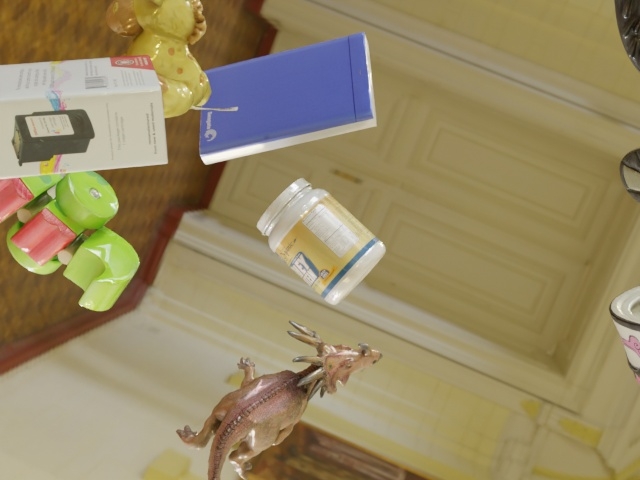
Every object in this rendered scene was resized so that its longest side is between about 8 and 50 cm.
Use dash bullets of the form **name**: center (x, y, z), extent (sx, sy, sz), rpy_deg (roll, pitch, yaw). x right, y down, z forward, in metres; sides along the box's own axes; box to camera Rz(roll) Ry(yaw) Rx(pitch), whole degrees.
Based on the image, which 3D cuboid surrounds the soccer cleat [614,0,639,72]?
- **soccer cleat**: center (0.375, -0.168, 0.861), extent (0.109, 0.318, 0.116), rpy_deg (-21, -168, 37)

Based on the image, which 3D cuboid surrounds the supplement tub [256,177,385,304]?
- **supplement tub**: center (0.000, 0.000, 1.592), extent (0.144, 0.200, 0.144), rpy_deg (-46, 174, -7)

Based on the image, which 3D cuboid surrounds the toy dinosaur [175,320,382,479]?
- **toy dinosaur**: center (-0.067, 0.213, 1.189), extent (0.296, 0.127, 0.200), rpy_deg (-41, 180, -44)

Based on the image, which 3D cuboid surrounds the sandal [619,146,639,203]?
- **sandal**: center (0.617, -0.114, 1.377), extent (0.086, 0.303, 0.120), rpy_deg (-36, 113, -56)

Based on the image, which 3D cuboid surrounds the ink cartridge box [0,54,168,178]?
- **ink cartridge box**: center (-0.233, -0.113, 0.807), extent (0.127, 0.175, 0.072), rpy_deg (-120, -154, -61)

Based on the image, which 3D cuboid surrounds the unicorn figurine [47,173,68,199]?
- **unicorn figurine**: center (-0.325, -0.054, 1.041), extent (0.162, 0.111, 0.060), rpy_deg (-29, 165, 8)

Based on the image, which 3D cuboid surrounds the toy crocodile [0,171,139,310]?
- **toy crocodile**: center (-0.321, -0.066, 0.927), extent (0.115, 0.340, 0.105), rpy_deg (-37, -172, 23)

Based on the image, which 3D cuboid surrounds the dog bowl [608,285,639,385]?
- **dog bowl**: center (0.718, 0.167, 1.554), extent (0.408, 0.408, 0.150), rpy_deg (-43, 124, -76)

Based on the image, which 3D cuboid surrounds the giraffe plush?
- **giraffe plush**: center (-0.213, -0.249, 1.147), extent (0.181, 0.210, 0.170), rpy_deg (-144, -129, -68)

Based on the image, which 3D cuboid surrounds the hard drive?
- **hard drive**: center (-0.064, -0.261, 1.640), extent (0.040, 0.319, 0.210), rpy_deg (62, 20, -53)
